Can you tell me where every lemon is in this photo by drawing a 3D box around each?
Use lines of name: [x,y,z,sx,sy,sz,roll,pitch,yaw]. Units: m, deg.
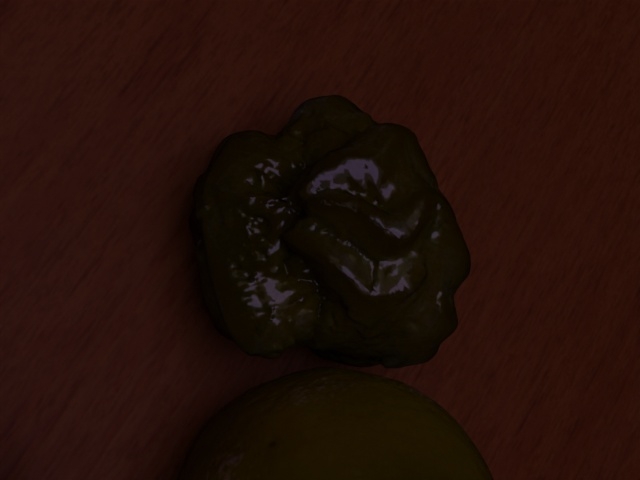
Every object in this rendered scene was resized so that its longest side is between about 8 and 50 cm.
lemon: [0.031,0.303,1.366,0.364,0.364,0.364,4,80,-26]

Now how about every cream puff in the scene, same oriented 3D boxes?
cream puff: [0.006,0.005,1.441,0.269,0.274,0.323,-19,88,-37]
